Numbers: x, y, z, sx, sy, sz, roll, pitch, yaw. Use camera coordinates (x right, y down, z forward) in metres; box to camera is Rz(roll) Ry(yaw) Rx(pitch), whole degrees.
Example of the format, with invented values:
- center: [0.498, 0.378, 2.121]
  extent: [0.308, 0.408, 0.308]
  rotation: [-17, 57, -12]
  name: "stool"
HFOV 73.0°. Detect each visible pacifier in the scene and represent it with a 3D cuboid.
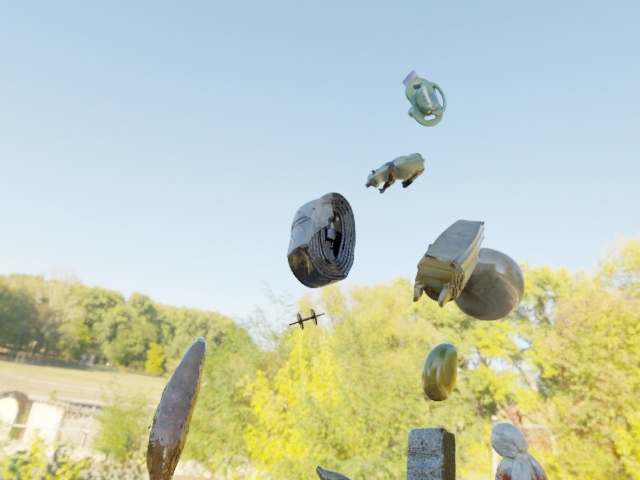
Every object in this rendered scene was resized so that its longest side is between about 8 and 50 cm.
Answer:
- center: [0.303, -0.403, 1.284]
  extent: [0.126, 0.151, 0.116]
  rotation: [-26, -1, -17]
  name: "pacifier"

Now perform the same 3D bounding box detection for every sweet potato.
- center: [-0.250, 0.285, 0.747]
  extent: [0.072, 0.314, 0.066]
  rotation: [4, -54, -5]
  name: "sweet potato"
- center: [0.084, 0.588, 0.936]
  extent: [0.069, 0.250, 0.059]
  rotation: [-21, -24, -42]
  name: "sweet potato"

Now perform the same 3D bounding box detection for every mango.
- center: [0.381, 0.409, 1.364]
  extent: [0.091, 0.195, 0.130]
  rotation: [-14, -61, 51]
  name: "mango"

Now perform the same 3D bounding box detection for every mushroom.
- center: [0.500, 0.131, 1.318]
  extent: [0.226, 0.227, 0.178]
  rotation: [0, 11, 25]
  name: "mushroom"

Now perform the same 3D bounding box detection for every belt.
- center: [0.000, 0.000, 1.311]
  extent: [0.184, 0.289, 0.164]
  rotation: [21, -28, -26]
  name: "belt"

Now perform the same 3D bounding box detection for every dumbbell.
- center: [-0.052, 0.304, 1.668]
  extent: [0.147, 0.070, 0.069]
  rotation: [-16, -14, -15]
  name: "dumbbell"

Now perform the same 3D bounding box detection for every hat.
- center: [0.281, 0.341, 0.601]
  extent: [0.112, 0.163, 0.093]
  rotation: [9, -19, -40]
  name: "hat"

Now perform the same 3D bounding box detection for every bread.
- center: [0.369, 0.852, 1.455]
  extent: [0.113, 0.417, 0.165]
  rotation: [34, -42, -27]
  name: "bread"

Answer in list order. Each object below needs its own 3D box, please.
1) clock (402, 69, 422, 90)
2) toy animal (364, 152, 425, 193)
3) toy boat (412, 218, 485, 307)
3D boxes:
- center: [0.324, -0.458, 1.370]
  extent: [0.050, 0.110, 0.152]
  rotation: [-37, -48, 22]
  name: "clock"
- center: [0.253, -0.229, 1.469]
  extent: [0.225, 0.094, 0.121]
  rotation: [-15, -13, -7]
  name: "toy animal"
- center: [0.269, 0.045, 0.885]
  extent: [0.089, 0.116, 0.310]
  rotation: [9, 24, 29]
  name: "toy boat"
